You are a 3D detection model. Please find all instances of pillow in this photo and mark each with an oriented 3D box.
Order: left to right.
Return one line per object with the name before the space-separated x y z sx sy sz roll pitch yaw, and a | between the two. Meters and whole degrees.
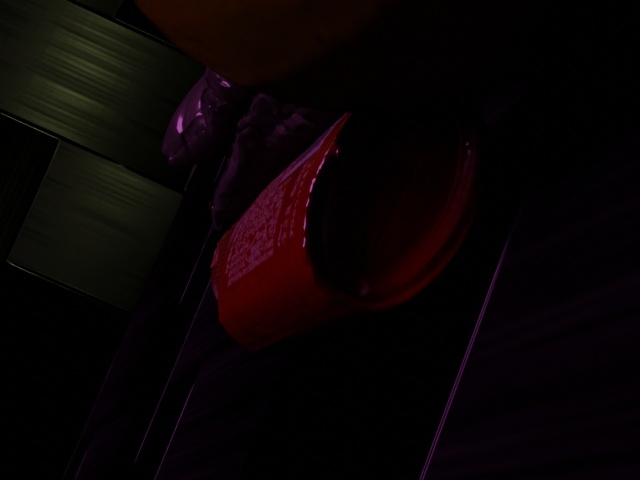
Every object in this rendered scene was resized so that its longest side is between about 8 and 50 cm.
pillow | 0.031 -0.179 1.019 0.326 0.101 0.228 -56 4 -27

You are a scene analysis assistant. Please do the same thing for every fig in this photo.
fig | 0.024 -0.158 0.654 0.239 0.239 0.271 -64 18 9

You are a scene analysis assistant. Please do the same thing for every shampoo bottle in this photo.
shampoo bottle | 0.001 0.000 0.887 0.314 0.076 0.118 146 148 -74
